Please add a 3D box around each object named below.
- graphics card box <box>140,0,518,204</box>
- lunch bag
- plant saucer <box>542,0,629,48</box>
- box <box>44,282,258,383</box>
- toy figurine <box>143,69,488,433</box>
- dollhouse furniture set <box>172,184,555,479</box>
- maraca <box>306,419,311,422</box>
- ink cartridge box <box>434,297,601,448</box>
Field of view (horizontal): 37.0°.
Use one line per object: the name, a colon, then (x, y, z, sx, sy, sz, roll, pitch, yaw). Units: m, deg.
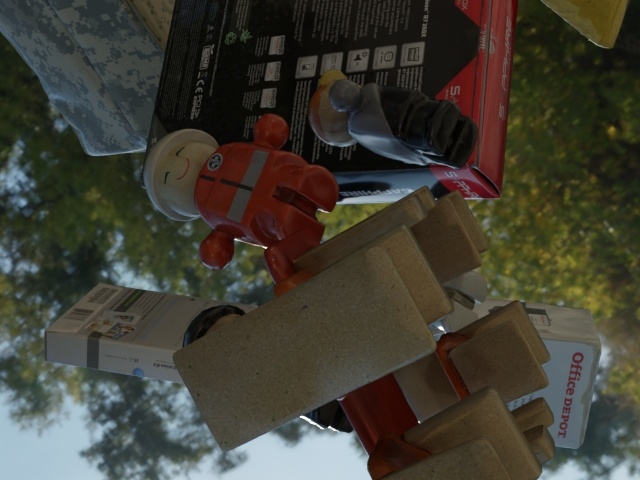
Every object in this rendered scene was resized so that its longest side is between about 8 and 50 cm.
graphics card box: (0.004, -0.153, 0.946, 0.094, 0.370, 0.233, 30, -117, -56)
lunch bag: (-0.275, -0.265, 1.225, 0.305, 0.256, 0.213, 59, -151, -30)
plant saucer: (0.287, -0.440, 1.169, 0.332, 0.081, 0.333, 36, -130, -8)
box: (-0.171, 0.096, 1.003, 0.186, 0.038, 0.145, 6, -162, 7)
toy figurine: (0.000, 0.000, 0.654, 0.148, 0.209, 0.213, 17, 128, 43)
dollhouse furniture set: (0.046, 0.111, 0.461, 0.259, 0.135, 0.262, 61, -164, 0)
maraca: (-0.006, 0.143, 1.181, 0.127, 0.099, 0.186, 6, -123, -46)
ink cartridge box: (0.213, 0.153, 1.135, 0.208, 0.153, 0.087, 7, -156, 5)
